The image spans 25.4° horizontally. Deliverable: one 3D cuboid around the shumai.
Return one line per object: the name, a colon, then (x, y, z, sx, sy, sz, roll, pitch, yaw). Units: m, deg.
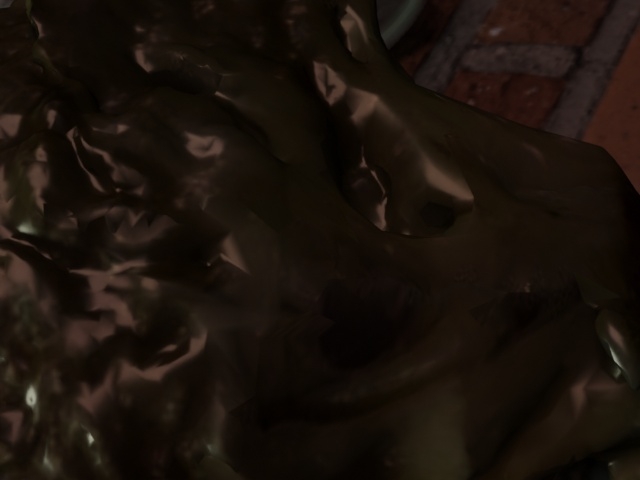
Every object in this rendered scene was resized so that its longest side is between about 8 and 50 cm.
shumai: (0.003, -0.001, 0.566, 0.283, 0.217, 0.346, 1, 52, 26)

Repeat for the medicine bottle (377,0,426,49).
medicine bottle: (-0.032, -0.202, 0.814, 0.139, 0.139, 0.225, -29, 45, 0)
